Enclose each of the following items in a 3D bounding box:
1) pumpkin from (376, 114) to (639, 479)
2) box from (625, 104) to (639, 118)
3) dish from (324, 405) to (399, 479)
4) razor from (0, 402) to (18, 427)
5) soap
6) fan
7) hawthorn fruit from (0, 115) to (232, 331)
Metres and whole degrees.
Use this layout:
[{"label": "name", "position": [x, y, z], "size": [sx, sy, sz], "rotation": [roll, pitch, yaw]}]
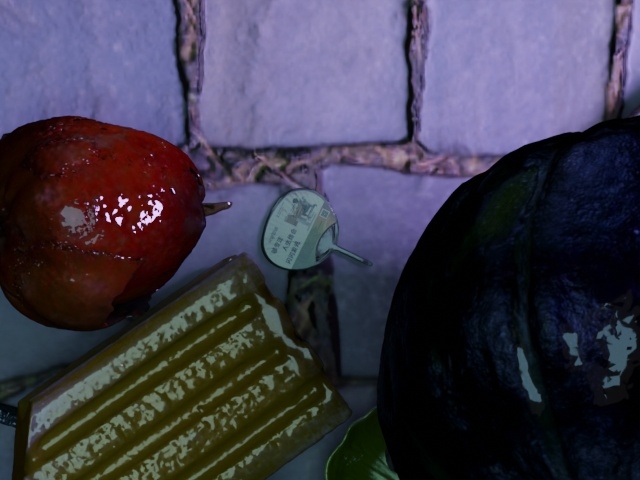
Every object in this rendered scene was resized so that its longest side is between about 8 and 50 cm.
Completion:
[{"label": "pumpkin", "position": [0.216, 0.090, 1.171], "size": [0.363, 0.363, 0.266], "rotation": [25, 51, -6]}, {"label": "box", "position": [0.302, -0.077, 1.319], "size": [0.247, 0.033, 0.129], "rotation": [-42, 96, 0]}, {"label": "dish", "position": [0.067, 0.180, 1.323], "size": [0.137, 0.039, 0.091], "rotation": [30, 88, -7]}, {"label": "razor", "position": [-0.194, 0.132, 1.307], "size": [0.190, 0.033, 0.066], "rotation": [16, 94, -11]}, {"label": "soap", "position": [-0.110, 0.129, 1.270], "size": [0.232, 0.073, 0.140], "rotation": [-35, 96, -11]}, {"label": "fan", "position": [-0.003, -0.009, 1.318], "size": [0.080, 0.003, 0.060], "rotation": [-3, 96, -3]}, {"label": "hawthorn fruit", "position": [-0.144, -0.013, 1.245], "size": [0.172, 0.148, 0.148], "rotation": [-7, 96, -22]}]
